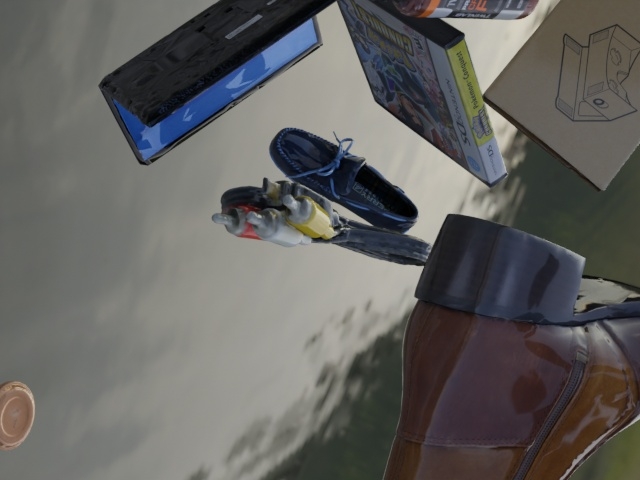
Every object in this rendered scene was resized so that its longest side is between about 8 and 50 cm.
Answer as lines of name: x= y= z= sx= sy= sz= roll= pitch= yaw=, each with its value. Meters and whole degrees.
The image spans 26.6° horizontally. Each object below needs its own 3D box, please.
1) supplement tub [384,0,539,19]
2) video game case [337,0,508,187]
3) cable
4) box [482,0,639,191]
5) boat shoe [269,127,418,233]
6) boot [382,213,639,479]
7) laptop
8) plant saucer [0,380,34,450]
supplement tub: x=0.148 y=-0.303 z=1.532 sx=0.106 sy=0.198 sz=0.106 roll=177 pitch=-90 yaw=-68
video game case: x=0.123 y=-0.221 z=1.768 sx=0.035 sy=0.275 sz=0.248 roll=-37 pitch=135 yaw=-11
cable: x=0.000 y=0.000 z=1.453 sx=0.287 sy=0.139 sz=0.072 roll=27 pitch=63 yaw=-47
box: x=0.298 y=-0.178 z=1.463 sx=0.201 sy=0.164 sz=0.021 roll=-50 pitch=177 yaw=-12
boat shoe: x=0.047 y=-0.106 z=2.098 sx=0.109 sy=0.258 sz=0.089 roll=-67 pitch=-169 yaw=-16
boot: x=0.124 y=0.153 z=0.752 sx=0.264 sy=0.096 sz=0.280 roll=20 pitch=86 yaw=-45
laptop: x=-0.070 y=-0.152 z=1.255 sx=0.234 sy=0.264 sz=0.136 roll=-36 pitch=118 yaw=-9
plant saucer: x=-0.371 y=0.211 z=1.625 sx=0.083 sy=0.013 sz=0.083 roll=-18 pitch=111 yaw=-58
